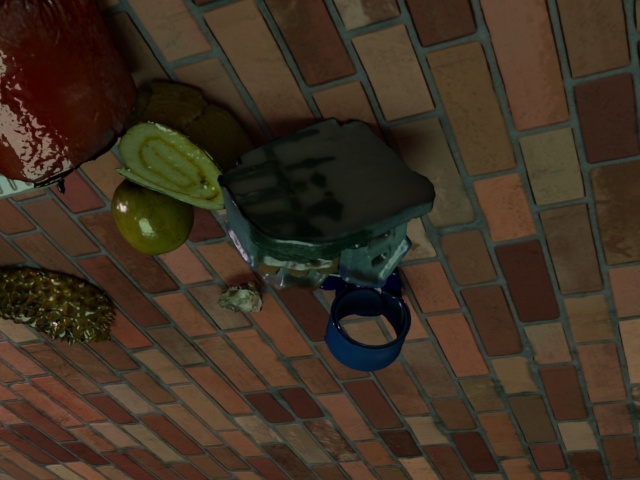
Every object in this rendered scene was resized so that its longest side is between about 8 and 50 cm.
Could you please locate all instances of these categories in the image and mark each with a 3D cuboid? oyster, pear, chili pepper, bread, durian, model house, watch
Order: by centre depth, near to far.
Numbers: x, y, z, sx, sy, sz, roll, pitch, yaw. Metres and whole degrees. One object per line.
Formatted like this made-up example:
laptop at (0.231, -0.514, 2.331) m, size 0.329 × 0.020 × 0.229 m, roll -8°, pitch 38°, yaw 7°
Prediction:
chili pepper at (-0.420, -0.267, 1.065) m, size 0.251 × 0.229 × 0.305 m, roll -22°, pitch 135°, yaw -12°
bread at (-0.228, -0.151, 1.260) m, size 0.257 × 0.124 × 0.186 m, roll 32°, pitch 141°, yaw -27°
model house at (0.000, 0.000, 1.263) m, size 0.295 × 0.251 × 0.329 m, roll -26°, pitch 149°, yaw -20°
pear at (-0.315, -0.052, 1.370) m, size 0.149 × 0.148 × 0.162 m, roll -8°, pitch 134°, yaw 18°
watch at (0.089, 0.159, 1.510) m, size 0.196 × 0.200 × 0.171 m, roll 1°, pitch 143°, yaw 4°
oyster at (-0.169, 0.123, 1.622) m, size 0.103 × 0.051 × 0.148 m, roll 24°, pitch 153°, yaw -23°
durian at (-0.646, 0.158, 1.702) m, size 0.341 × 0.112 × 0.191 m, roll 22°, pitch 140°, yaw -12°

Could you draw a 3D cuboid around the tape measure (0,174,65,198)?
tape measure at (-0.610, -0.171, 1.257) m, size 0.258 × 0.130 × 0.265 m, roll -15°, pitch 121°, yaw 2°
